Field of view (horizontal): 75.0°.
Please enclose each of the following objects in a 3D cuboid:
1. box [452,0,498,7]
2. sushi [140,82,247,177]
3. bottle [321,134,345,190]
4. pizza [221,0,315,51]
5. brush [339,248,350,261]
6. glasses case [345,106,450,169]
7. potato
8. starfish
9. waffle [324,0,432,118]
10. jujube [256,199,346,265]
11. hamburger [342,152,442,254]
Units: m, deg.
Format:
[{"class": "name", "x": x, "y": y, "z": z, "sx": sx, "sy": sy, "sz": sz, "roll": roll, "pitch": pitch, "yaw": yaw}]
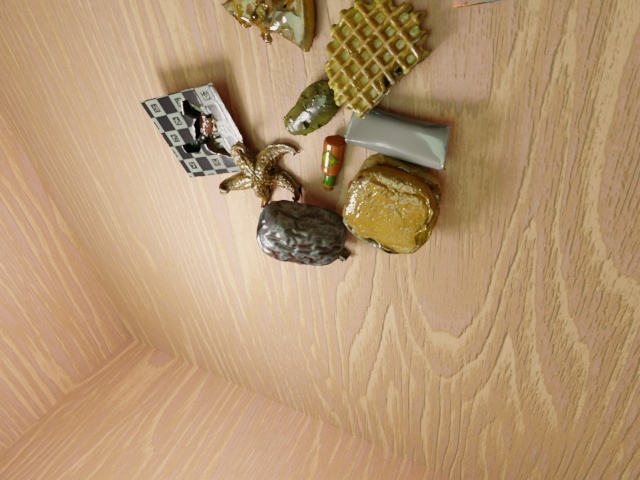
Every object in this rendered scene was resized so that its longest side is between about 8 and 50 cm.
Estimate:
[{"class": "box", "x": 0.366, "y": -0.560, "z": 0.870, "sx": 0.175, "sy": 0.048, "sz": 0.112, "roll": 8, "pitch": 129, "yaw": 29}, {"class": "sushi", "x": -0.429, "y": -0.400, "z": 1.535, "sx": 0.359, "sy": 0.064, "sz": 0.343, "roll": -1, "pitch": 134, "yaw": 30}, {"class": "bottle", "x": 0.036, "y": -0.242, "z": 1.342, "sx": 0.069, "sy": 0.069, "sz": 0.187, "roll": 23, "pitch": 135, "yaw": 18}, {"class": "pizza", "x": -0.145, "y": -0.641, "z": 1.145, "sx": 0.297, "sy": 0.071, "sz": 0.189, "roll": 28, "pitch": 136, "yaw": 14}, {"class": "brush", "x": 0.000, "y": 0.000, "z": 1.579, "sx": 0.248, "sy": 0.043, "sz": 0.036, "roll": 34, "pitch": 143, "yaw": 8}, {"class": "glasses case", "x": 0.220, "y": -0.293, "z": 1.159, "sx": 0.308, "sy": 0.083, "sz": 0.128, "roll": 24, "pitch": 122, "yaw": 25}, {"class": "potato", "x": -0.027, "y": -0.389, "z": 1.251, "sx": 0.226, "sy": 0.090, "sz": 0.117, "roll": -28, "pitch": 105, "yaw": 44}, {"class": "starfish", "x": -0.204, "y": -0.218, "z": 1.491, "sx": 0.303, "sy": 0.113, "sz": 0.312, "roll": 17, "pitch": 133, "yaw": -1}, {"class": "waffle", "x": 0.137, "y": -0.465, "z": 1.063, "sx": 0.283, "sy": 0.065, "sz": 0.309, "roll": 13, "pitch": 121, "yaw": 22}, {"class": "jujube", "x": -0.064, "y": -0.022, "z": 1.453, "sx": 0.317, "sy": 0.226, "sz": 0.226, "roll": 12, "pitch": 135, "yaw": -8}, {"class": "hamburger", "x": 0.214, "y": -0.101, "z": 1.264, "sx": 0.319, "sy": 0.158, "sz": 0.318, "roll": 18, "pitch": 131, "yaw": 22}]
